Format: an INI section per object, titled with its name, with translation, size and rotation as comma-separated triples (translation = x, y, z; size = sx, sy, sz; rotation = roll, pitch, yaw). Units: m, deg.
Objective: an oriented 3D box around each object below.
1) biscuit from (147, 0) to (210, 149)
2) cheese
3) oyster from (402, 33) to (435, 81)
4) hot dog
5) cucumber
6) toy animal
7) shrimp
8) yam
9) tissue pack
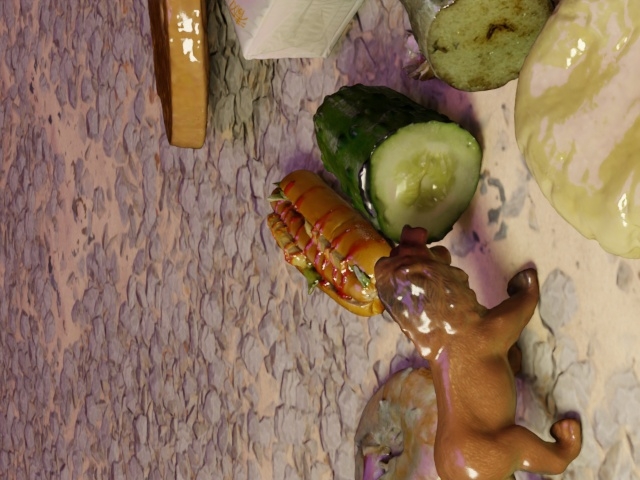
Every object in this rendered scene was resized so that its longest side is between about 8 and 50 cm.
[biscuit]
translation = -0.181, -0.318, 1.879
size = 0.365, 0.062, 0.385
rotation = -117, 23, -64
[cheese]
translation = 0.256, -0.103, 1.146
size = 0.214, 0.117, 0.226
rotation = 59, 136, 31
[oyster]
translation = 0.108, -0.183, 1.487
size = 0.051, 0.034, 0.093
rotation = -69, 21, 7
[hot dog]
translation = 0.000, 0.000, 1.649
size = 0.250, 0.076, 0.104
rotation = 46, 131, 48
[cucumber]
translation = 0.057, -0.099, 1.502
size = 0.244, 0.134, 0.134
rotation = -132, 47, -59
[toy animal]
translation = 0.134, 0.131, 1.333
size = 0.097, 0.157, 0.312
rotation = -40, 56, 56
[shrimp]
translation = 0.065, 0.260, 1.565
size = 0.317, 0.062, 0.164
rotation = -64, 35, 33
[yam]
translation = 0.118, -0.276, 1.354
size = 0.154, 0.154, 0.254
rotation = -52, 46, 49
[tissue pack]
translation = -0.036, -0.342, 1.641
size = 0.185, 0.124, 0.225
rotation = -56, 44, 51
